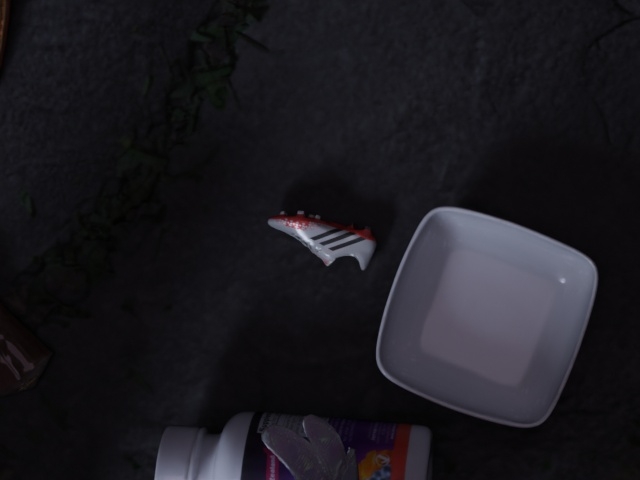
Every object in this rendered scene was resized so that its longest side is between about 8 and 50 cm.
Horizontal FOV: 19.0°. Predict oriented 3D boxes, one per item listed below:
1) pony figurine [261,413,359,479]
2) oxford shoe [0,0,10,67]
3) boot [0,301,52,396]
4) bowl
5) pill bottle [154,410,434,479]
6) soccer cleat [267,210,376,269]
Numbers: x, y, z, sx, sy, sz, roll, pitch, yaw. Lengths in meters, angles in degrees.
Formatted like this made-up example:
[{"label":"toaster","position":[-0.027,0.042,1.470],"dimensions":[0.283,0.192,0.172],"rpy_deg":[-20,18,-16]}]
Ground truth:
[{"label":"pony figurine","position":[-0.030,0.343,1.233],"dimensions":[0.303,0.351,0.363],"rpy_deg":[-30,48,-27]},{"label":"oxford shoe","position":[-0.313,-0.106,1.427],"dimensions":[0.097,0.098,0.271],"rpy_deg":[25,91,7]},{"label":"boot","position":[-0.272,0.083,1.449],"dimensions":[0.106,0.037,0.114],"rpy_deg":[-39,89,6]},{"label":"bowl","position":[0.121,0.056,1.395],"dimensions":[0.142,0.053,0.142],"rpy_deg":[20,90,6]},{"label":"pill bottle","position":[-0.018,0.180,1.378],"dimensions":[0.193,0.108,0.108],"rpy_deg":[4,88,7]},{"label":"soccer cleat","position":[0.000,0.000,1.424],"dimensions":[0.083,0.029,0.036],"rpy_deg":[12,85,2]}]
